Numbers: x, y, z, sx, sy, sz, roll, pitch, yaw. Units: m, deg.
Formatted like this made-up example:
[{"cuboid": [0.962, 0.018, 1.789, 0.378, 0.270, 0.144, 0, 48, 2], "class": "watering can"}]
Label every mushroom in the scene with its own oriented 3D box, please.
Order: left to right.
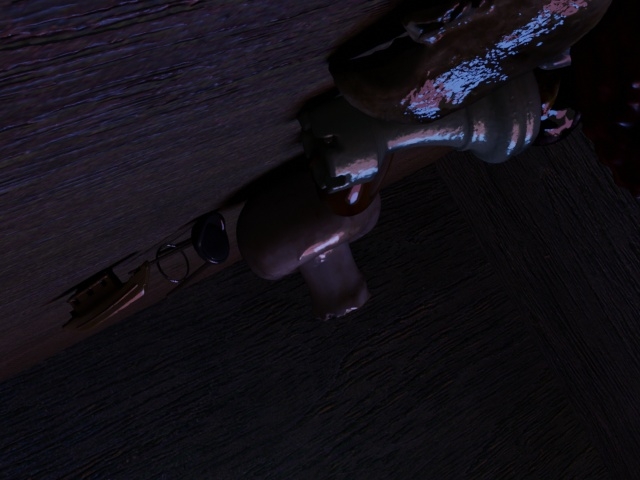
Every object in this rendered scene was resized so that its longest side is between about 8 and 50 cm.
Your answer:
[{"cuboid": [0.000, 0.000, 1.791, 0.297, 0.290, 0.297, -30, 179, -1], "class": "mushroom"}, {"cuboid": [0.170, -0.221, 1.002, 0.344, 0.130, 0.247, -31, -178, 32], "class": "mushroom"}]

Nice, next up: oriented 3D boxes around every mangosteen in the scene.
[{"cuboid": [0.472, -0.323, 2.104, 0.250, 0.211, 0.211, 17, 145, -41], "class": "mangosteen"}]

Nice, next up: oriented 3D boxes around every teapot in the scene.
[{"cuboid": [0.047, -0.139, 1.543, 0.178, 0.135, 0.252, -66, 170, 20], "class": "teapot"}]

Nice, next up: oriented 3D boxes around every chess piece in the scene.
[{"cuboid": [0.128, -0.166, 1.299, 0.299, 0.195, 0.194, -20, 176, -13], "class": "chess piece"}]

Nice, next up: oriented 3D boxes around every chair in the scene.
[{"cuboid": [-0.255, 0.032, 1.824, 0.221, 0.095, 0.104, -32, -171, 37], "class": "chair"}]

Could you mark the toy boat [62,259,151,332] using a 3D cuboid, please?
[{"cuboid": [-0.396, 0.098, 1.758, 0.200, 0.077, 0.057, -33, -170, 8], "class": "toy boat"}]

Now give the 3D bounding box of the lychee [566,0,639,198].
[{"cuboid": [0.506, -0.257, 1.136, 0.424, 0.500, 0.424, 4, -156, -2], "class": "lychee"}]

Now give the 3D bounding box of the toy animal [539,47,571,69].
[{"cuboid": [0.387, -0.316, 1.473, 0.125, 0.127, 0.251, -24, 172, -8], "class": "toy animal"}]
